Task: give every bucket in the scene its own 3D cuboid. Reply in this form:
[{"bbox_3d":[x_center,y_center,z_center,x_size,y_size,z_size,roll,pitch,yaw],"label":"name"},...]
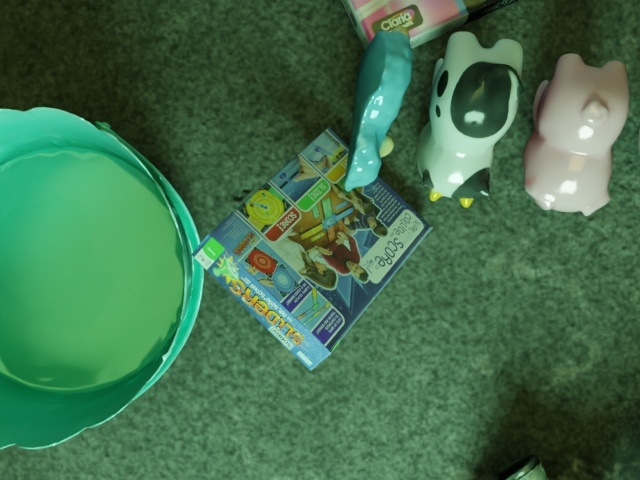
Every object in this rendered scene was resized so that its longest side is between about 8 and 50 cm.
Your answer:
[{"bbox_3d":[-0.234,0.031,0.887,0.281,0.183,0.281,0,92,0],"label":"bucket"}]

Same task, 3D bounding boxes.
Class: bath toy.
[{"bbox_3d":[0.200,-0.082,0.900,0.349,0.151,0.129,7,67,0],"label":"bath toy"}]

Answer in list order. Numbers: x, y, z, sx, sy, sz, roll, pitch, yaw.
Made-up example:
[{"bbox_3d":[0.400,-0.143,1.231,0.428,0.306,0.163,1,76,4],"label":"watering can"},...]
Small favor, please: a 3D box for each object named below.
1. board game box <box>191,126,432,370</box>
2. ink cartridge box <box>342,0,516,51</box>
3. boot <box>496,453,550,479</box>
[{"bbox_3d":[0.000,0.000,0.892,0.136,0.201,0.035,45,134,0],"label":"board game box"},{"bbox_3d":[0.051,-0.363,0.943,0.176,0.069,0.370,-25,88,0],"label":"ink cartridge box"},{"bbox_3d":[0.222,0.243,0.870,0.161,0.083,0.246,48,134,10],"label":"boot"}]
